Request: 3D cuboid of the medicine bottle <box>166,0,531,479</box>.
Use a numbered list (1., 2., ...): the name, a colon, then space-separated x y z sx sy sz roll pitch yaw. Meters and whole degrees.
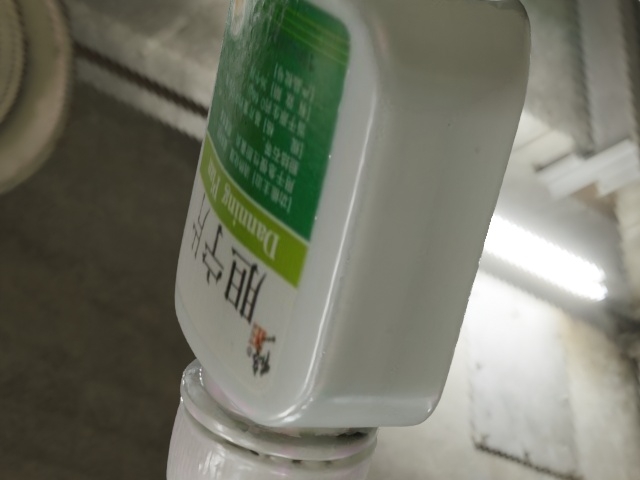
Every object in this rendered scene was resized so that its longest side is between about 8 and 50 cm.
1. medicine bottle: 0.000 0.000 0.478 0.069 0.183 0.119 1 -156 -26
